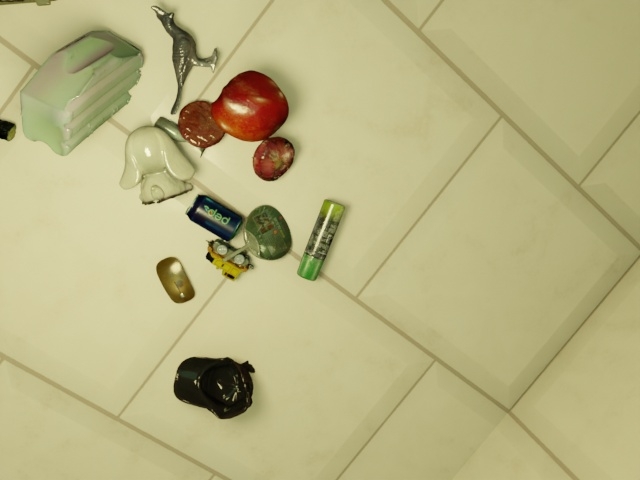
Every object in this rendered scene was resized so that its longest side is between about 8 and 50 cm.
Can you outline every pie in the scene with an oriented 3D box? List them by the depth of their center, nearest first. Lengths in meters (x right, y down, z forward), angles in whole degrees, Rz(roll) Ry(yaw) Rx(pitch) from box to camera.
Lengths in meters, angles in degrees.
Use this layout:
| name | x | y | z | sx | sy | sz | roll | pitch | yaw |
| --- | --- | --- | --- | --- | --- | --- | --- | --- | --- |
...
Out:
| name | x | y | z | sx | sy | sz | roll | pitch | yaw |
| --- | --- | --- | --- | --- | --- | --- | --- | --- | --- |
| pie | -0.437 | -0.430 | 1.791 | 0.183 | 0.049 | 0.182 | 3 | 80 | -19 |

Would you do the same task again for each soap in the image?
| name | x | y | z | sx | sy | sz | roll | pitch | yaw |
| --- | --- | --- | --- | --- | --- | --- | --- | --- | --- |
| soap | -0.763 | -0.509 | 1.591 | 0.156 | 0.446 | 0.261 | 27 | 135 | -5 |

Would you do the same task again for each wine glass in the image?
| name | x | y | z | sx | sy | sz | roll | pitch | yaw |
| --- | --- | --- | --- | --- | --- | --- | --- | --- | --- |
| wine glass | -0.522 | -0.386 | 1.810 | 0.198 | 0.066 | 0.066 | 30 | 95 | -13 |

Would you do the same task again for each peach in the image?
| name | x | y | z | sx | sy | sz | roll | pitch | yaw |
| --- | --- | --- | --- | --- | --- | --- | --- | --- | --- |
| peach | -0.246 | -0.471 | 1.715 | 0.246 | 0.275 | 0.248 | 20 | 110 | 24 |

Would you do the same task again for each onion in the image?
| name | x | y | z | sx | sy | sz | roll | pitch | yaw |
| --- | --- | --- | --- | --- | --- | --- | --- | --- | --- |
| onion | -0.192 | -0.320 | 1.845 | 0.147 | 0.184 | 0.184 | 36 | 96 | 27 |

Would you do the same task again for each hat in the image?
| name | x | y | z | sx | sy | sz | roll | pitch | yaw |
| --- | --- | --- | --- | --- | --- | --- | --- | --- | --- |
| hat | -0.423 | 0.594 | 2.010 | 0.337 | 0.209 | 0.238 | 14 | 79 | 5 |

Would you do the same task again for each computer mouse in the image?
| name | x | y | z | sx | sy | sz | roll | pitch | yaw |
| --- | --- | --- | --- | --- | --- | --- | --- | --- | --- |
| computer mouse | -0.576 | 0.161 | 1.927 | 0.102 | 0.045 | 0.198 | -22 | 104 | -2 |

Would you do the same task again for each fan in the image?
| name | x | y | z | sx | sy | sz | roll | pitch | yaw |
| --- | --- | --- | --- | --- | --- | --- | --- | --- | --- |
| fan | -0.246 | -0.031 | 1.909 | 0.295 | 0.012 | 0.223 | 0 | 89 | -31 |

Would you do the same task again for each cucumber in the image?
| name | x | y | z | sx | sy | sz | roll | pitch | yaw |
| --- | --- | --- | --- | --- | --- | --- | --- | --- | --- |
| cucumber | -1.217 | -0.409 | 1.674 | 0.300 | 0.072 | 0.072 | 12 | 100 | -12 |

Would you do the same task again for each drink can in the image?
| name | x | y | z | sx | sy | sz | roll | pitch | yaw |
| --- | --- | --- | --- | --- | --- | --- | --- | --- | --- |
| drink can | -0.409 | -0.088 | 1.865 | 0.205 | 0.118 | 0.118 | 32 | 95 | -16 |

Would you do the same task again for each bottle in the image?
| name | x | y | z | sx | sy | sz | roll | pitch | yaw |
| --- | --- | --- | --- | --- | --- | --- | --- | --- | --- |
| bottle | 0.000 | 0.000 | 1.969 | 0.093 | 0.093 | 0.329 | 20 | 98 | -14 |

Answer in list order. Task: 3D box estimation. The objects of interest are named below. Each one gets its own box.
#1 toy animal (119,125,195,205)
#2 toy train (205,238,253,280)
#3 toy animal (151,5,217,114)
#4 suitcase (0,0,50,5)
| name | x | y | z | sx | sy | sz | roll | pitch | yaw |
| --- | --- | --- | --- | --- | --- | --- | --- | --- | --- |
| toy animal | -0.611 | -0.258 | 1.762 | 0.249 | 0.174 | 0.289 | -36 | 107 | -2 |
| toy train | -0.372 | 0.074 | 1.924 | 0.219 | 0.089 | 0.127 | 32 | 105 | -16 |
| toy animal | -0.472 | -0.651 | 1.752 | 0.206 | 0.081 | 0.366 | -9 | 111 | -12 |
| suitcase | -1.017 | -0.928 | 1.537 | 0.352 | 0.194 | 0.338 | -9 | 97 | -9 |
